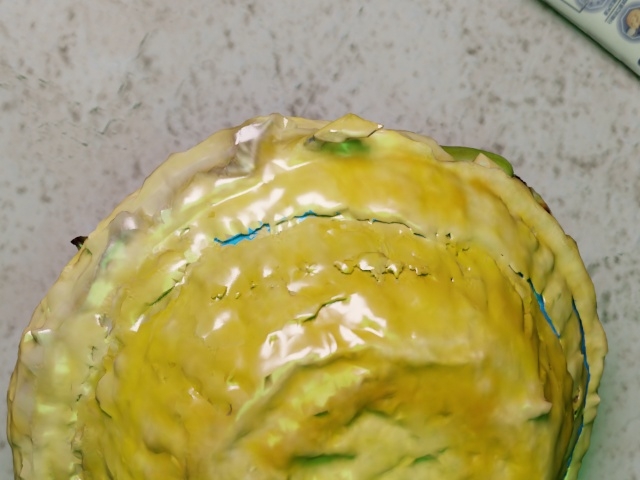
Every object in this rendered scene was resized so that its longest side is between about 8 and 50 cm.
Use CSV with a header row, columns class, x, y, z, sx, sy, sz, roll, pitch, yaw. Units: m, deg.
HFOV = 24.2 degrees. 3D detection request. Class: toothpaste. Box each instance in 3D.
class,x,y,z,sx,sy,sz,roll,pitch,yaw
toothpaste,0.149,-0.182,0.975,0.239,0.039,0.062,32,94,-8

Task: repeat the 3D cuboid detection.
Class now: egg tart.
class,x,y,z,sx,sy,sz,roll,pitch,yaw
egg tart,0.009,0.113,0.881,0.388,0.169,0.388,-7,113,-16

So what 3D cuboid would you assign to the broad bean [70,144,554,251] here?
class,x,y,z,sx,sy,sz,roll,pitch,yaw
broad bean,-0.001,-0.011,0.959,0.318,0.056,0.098,-3,78,-5
